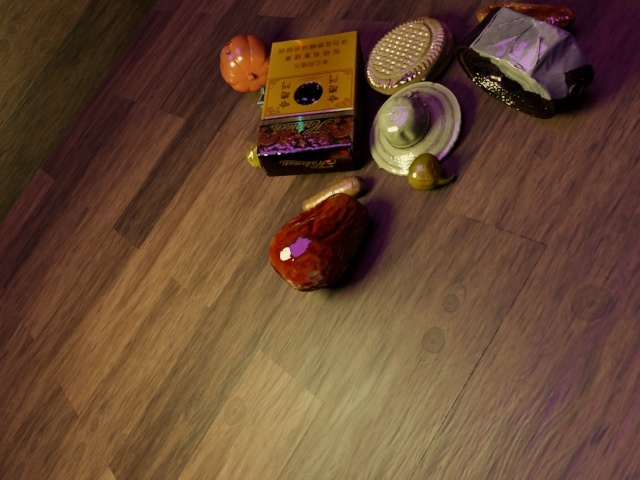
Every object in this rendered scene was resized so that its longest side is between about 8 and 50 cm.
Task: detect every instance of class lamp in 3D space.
[{"bbox_3d":[-0.243,-0.586,1.830,0.188,0.188,0.163,-34,48,18],"label":"lamp"}]

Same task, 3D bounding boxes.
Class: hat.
[{"bbox_3d":[0.198,-0.284,1.305,0.252,0.110,0.251,-11,70,34],"label":"hat"}]

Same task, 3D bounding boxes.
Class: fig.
[{"bbox_3d":[0.247,-0.148,1.245,0.084,0.082,0.098,-34,54,-31],"label":"fig"}]

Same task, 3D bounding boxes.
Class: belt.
[{"bbox_3d":[0.436,-0.387,1.164,0.164,0.184,0.289,-44,50,2],"label":"belt"}]

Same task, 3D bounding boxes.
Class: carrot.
[{"bbox_3d":[0.031,-0.114,1.404,0.186,0.060,0.060,-23,52,27],"label":"carrot"}]

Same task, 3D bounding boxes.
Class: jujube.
[{"bbox_3d":[0.000,0.000,1.280,0.255,0.190,0.190,-51,44,-9],"label":"jujube"}]

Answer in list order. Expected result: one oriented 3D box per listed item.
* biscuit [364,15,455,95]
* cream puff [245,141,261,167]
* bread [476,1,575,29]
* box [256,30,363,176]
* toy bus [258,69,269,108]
[{"bbox_3d":[0.235,-0.492,1.459,0.259,0.079,0.258,-19,53,28],"label":"biscuit"},{"bbox_3d":[-0.191,-0.268,1.676,0.083,0.058,0.083,-31,50,18],"label":"cream puff"},{"bbox_3d":[0.474,-0.500,1.273,0.233,0.076,0.104,20,69,39],"label":"bread"},{"bbox_3d":[-0.018,-0.376,1.506,0.265,0.115,0.414,-2,62,14],"label":"box"},{"bbox_3d":[-0.120,-0.473,1.718,0.088,0.101,0.174,-1,59,32],"label":"toy bus"}]
